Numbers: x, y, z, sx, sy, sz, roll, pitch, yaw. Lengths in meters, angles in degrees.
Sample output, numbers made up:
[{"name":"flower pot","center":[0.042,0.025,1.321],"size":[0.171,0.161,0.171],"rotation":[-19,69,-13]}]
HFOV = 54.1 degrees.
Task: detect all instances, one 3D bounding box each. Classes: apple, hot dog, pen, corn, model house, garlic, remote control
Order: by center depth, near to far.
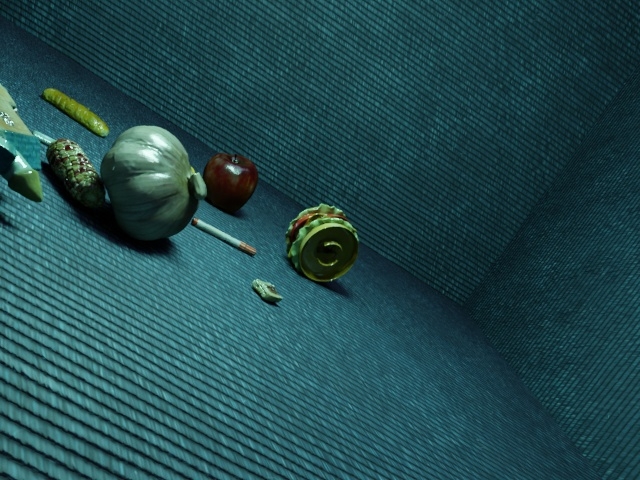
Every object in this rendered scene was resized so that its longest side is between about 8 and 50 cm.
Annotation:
[{"name":"model house","center":[-0.695,-0.173,1.264],"size":[0.325,0.194,0.267],"rotation":[48,6,2]},{"name":"garlic","center":[-0.439,-0.149,1.622],"size":[0.321,0.241,0.322],"rotation":[57,-5,8]},{"name":"corn","center":[-0.633,-0.173,1.626],"size":[0.098,0.098,0.290],"rotation":[23,17,-48]},{"name":"remote control","center":[-0.805,-0.293,1.882],"size":[0.125,0.017,0.053],"rotation":[28,12,-31]},{"name":"pen","center":[-0.317,-0.012,2.065],"size":[0.239,0.028,0.028],"rotation":[29,10,-23]},{"name":"hot dog","center":[-0.922,-0.486,2.367],"size":[0.286,0.061,0.088],"rotation":[32,21,-2]},{"name":"apple","center":[-0.360,-0.235,2.475],"size":[0.234,0.234,0.234],"rotation":[33,9,-6]}]

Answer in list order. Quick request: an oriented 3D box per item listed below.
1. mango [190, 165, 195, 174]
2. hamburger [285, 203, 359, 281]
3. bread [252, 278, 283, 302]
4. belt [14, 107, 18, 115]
[{"name":"mango","center":[-0.552,-0.242,2.250],"size":[0.217,0.102,0.141],"rotation":[16,43,-53]},{"name":"hamburger","center":[0.000,0.000,2.338],"size":[0.275,0.274,0.212],"rotation":[28,18,-33]},{"name":"bread","center":[-0.153,0.145,1.795],"size":[0.070,0.035,0.083],"rotation":[23,17,-43]},{"name":"belt","center":[-0.948,-0.393,1.777],"size":[0.232,0.071,0.053],"rotation":[34,15,20]}]
